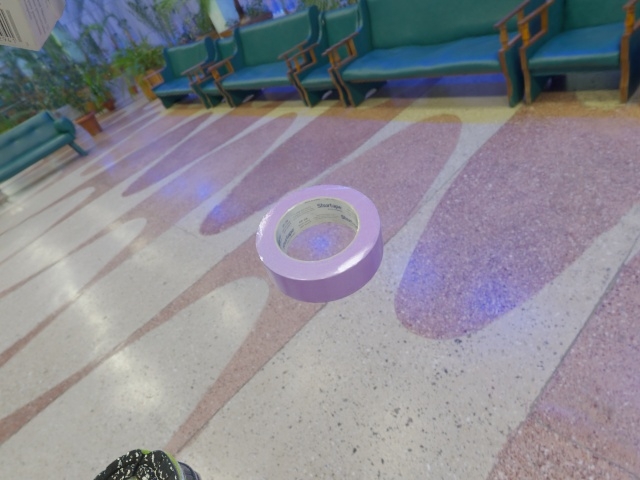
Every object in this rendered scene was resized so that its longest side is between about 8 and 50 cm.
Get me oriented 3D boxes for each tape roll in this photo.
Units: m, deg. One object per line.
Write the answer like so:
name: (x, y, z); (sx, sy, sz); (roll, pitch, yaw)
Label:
tape roll: (0.000, 0.000, 0.924); (0.274, 0.090, 0.275); (-7, 49, 8)

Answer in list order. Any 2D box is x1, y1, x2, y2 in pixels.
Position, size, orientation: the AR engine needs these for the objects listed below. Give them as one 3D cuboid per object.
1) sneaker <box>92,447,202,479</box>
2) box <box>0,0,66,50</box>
sneaker: (-0.252, 0.349, 0.445); (0.300, 0.121, 0.111); (-34, 53, -4)
box: (-0.341, -0.188, 0.245); (0.324, 0.067, 0.063); (6, 57, -11)
